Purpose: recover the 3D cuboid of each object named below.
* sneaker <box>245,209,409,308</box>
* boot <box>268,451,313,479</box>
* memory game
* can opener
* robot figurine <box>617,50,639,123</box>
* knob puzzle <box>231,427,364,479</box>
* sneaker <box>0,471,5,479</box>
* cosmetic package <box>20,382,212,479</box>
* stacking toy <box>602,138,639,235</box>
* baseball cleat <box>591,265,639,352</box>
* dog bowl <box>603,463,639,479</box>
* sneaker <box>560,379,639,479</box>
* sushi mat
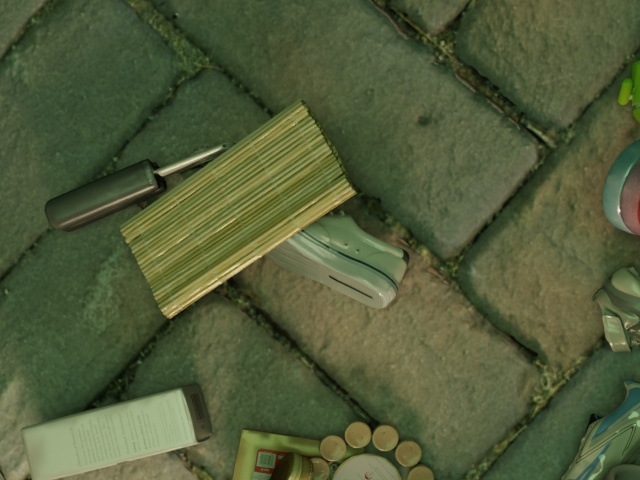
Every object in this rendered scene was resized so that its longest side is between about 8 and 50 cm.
[{"bbox_3d":[0.000,0.000,1.856,0.258,0.094,0.091,29,62,10],"label":"sneaker"},{"bbox_3d":[0.012,0.411,1.786,0.203,0.095,0.262,13,108,-5],"label":"boot"},{"bbox_3d":[0.063,0.336,1.842,0.186,0.012,0.186,0,95,-5],"label":"memory game"},{"bbox_3d":[-0.235,-0.061,1.880,0.283,0.076,0.095,-22,84,6],"label":"can opener"},{"bbox_3d":[0.448,-0.202,1.815,0.101,0.067,0.115,-1,88,-1],"label":"robot figurine"},{"bbox_3d":[-0.039,0.362,1.856,0.213,0.030,0.213,0,94,-5],"label":"knob puzzle"},{"bbox_3d":[-0.471,0.392,1.870,0.100,0.108,0.271,-34,83,6],"label":"sneaker"},{"bbox_3d":[-0.275,0.262,1.849,0.231,0.117,0.085,-16,84,6],"label":"cosmetic package"},{"bbox_3d":[0.510,-0.115,1.771,0.279,0.130,0.309,26,95,-38],"label":"stacking toy"},{"bbox_3d":[0.451,0.129,1.807,0.206,0.072,0.109,45,104,13],"label":"baseball cleat"},{"bbox_3d":[0.452,0.393,1.682,0.265,0.265,0.104,27,104,7],"label":"dog bowl"},{"bbox_3d":[0.369,0.289,1.803,0.237,0.085,0.086,-52,50,8],"label":"sneaker"},{"bbox_3d":[-0.113,-0.043,1.817,0.316,0.019,0.151,-34,73,11],"label":"sushi mat"}]
